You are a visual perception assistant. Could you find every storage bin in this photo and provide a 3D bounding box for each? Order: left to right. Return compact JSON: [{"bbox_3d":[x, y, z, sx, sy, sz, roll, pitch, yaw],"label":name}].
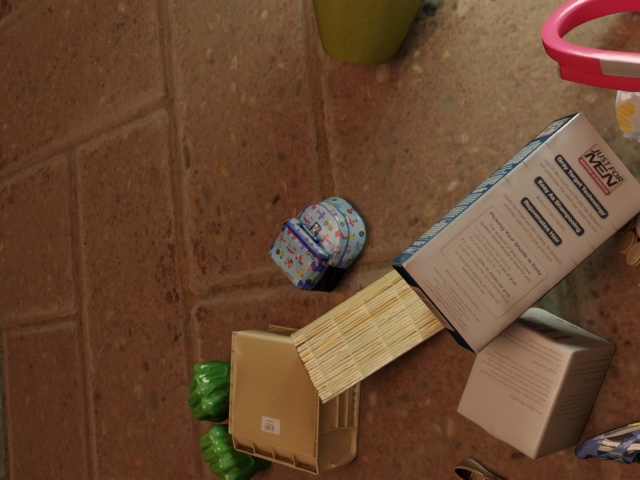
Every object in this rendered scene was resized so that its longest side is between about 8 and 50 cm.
[{"bbox_3d":[-0.056,0.319,1.697,0.262,0.123,0.260,3,91,42],"label":"storage bin"}]

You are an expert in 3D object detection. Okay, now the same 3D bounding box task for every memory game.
[{"bbox_3d":[0.494,-0.044,1.191,0.186,0.012,0.186,-60,13,23],"label":"memory game"}]

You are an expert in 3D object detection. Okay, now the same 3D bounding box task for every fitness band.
[{"bbox_3d":[0.462,-0.298,1.186,0.291,0.209,0.054,25,150,45],"label":"fitness band"}]

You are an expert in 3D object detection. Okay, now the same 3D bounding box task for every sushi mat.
[{"bbox_3d":[0.100,0.159,1.530,0.317,0.019,0.151,-34,66,8],"label":"sushi mat"}]

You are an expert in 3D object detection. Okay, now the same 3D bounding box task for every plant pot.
[{"bbox_3d":[0.089,-0.484,1.509,0.275,0.275,0.293,34,128,38],"label":"plant pot"}]

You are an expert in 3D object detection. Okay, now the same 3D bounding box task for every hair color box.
[{"bbox_3d":[0.295,-0.012,1.229,0.347,0.105,0.174,-40,94,-3],"label":"hair color box"}]

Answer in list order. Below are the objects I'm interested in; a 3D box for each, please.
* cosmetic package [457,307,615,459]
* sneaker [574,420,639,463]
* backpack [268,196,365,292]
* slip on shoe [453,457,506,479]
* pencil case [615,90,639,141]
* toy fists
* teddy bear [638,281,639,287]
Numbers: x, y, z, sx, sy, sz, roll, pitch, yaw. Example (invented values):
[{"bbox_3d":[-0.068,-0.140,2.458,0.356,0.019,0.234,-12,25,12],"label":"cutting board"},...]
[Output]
[{"bbox_3d":[0.341,0.220,1.307,0.151,0.151,0.183,29,108,40],"label":"cosmetic package"},{"bbox_3d":[0.457,0.319,1.265,0.144,0.053,0.059,-32,70,39],"label":"sneaker"},{"bbox_3d":[0.000,0.000,1.656,0.173,0.117,0.158,-53,57,25],"label":"backpack"},{"bbox_3d":[0.290,0.426,1.426,0.135,0.041,0.051,35,113,38],"label":"slip on shoe"},{"bbox_3d":[0.553,-0.191,1.140,0.273,0.113,0.124,12,76,41],"label":"pencil case"},{"bbox_3d":[-0.215,0.400,1.829,0.096,0.142,0.279,-31,68,38],"label":"toy fists"},{"bbox_3d":[0.566,0.077,1.130,0.245,0.113,0.338,40,116,34],"label":"teddy bear"}]
